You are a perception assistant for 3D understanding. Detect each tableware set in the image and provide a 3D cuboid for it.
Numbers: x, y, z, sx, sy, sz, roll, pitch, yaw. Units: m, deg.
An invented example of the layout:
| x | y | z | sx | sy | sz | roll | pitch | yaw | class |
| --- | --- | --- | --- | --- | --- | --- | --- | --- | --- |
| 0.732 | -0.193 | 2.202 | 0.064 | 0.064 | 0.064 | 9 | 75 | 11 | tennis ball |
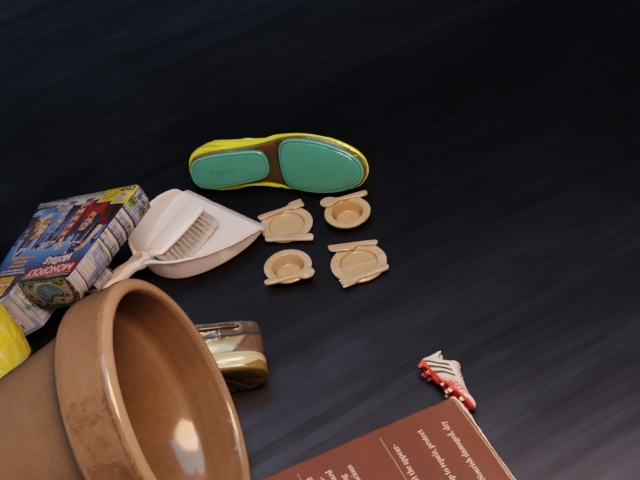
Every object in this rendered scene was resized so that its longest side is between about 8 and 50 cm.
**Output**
| x | y | z | sx | sy | sz | roll | pitch | yaw | class |
| --- | --- | --- | --- | --- | --- | --- | --- | --- | --- |
| 0.000 | 0.000 | 1.448 | 0.141 | 0.020 | 0.169 | -11 | 41 | 0 | tableware set |

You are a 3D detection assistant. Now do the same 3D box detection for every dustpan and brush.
| x | y | z | sx | sy | sz | roll | pitch | yaw | class |
| --- | --- | --- | --- | --- | --- | --- | --- | --- | --- |
| -0.184 | 0.011 | 1.443 | 0.147 | 0.060 | 0.211 | 24 | 59 | 33 | dustpan and brush |

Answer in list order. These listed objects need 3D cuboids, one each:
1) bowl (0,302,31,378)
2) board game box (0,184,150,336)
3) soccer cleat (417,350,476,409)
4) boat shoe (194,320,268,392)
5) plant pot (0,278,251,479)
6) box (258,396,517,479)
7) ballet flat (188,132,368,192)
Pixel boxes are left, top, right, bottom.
| x | y | z | sx | sy | sz | roll | pitch | yaw | class |
| --- | --- | --- | --- | --- | --- | --- | --- | --- | --- |
| -0.454 | 0.091 | 1.246 | 0.289 | 0.156 | 0.289 | -17 | 9 | 3 | bowl |
| -0.298 | 0.033 | 1.405 | 0.194 | 0.060 | 0.194 | -7 | 42 | 44 | board game box |
| 0.133 | 0.140 | 1.256 | 0.035 | 0.029 | 0.083 | -34 | 41 | -18 | soccer cleat |
| -0.166 | 0.122 | 1.294 | 0.223 | 0.080 | 0.073 | -4 | 56 | 0 | boat shoe |
| -0.220 | 0.195 | 1.132 | 0.229 | 0.263 | 0.263 | -24 | 40 | 12 | plant pot |
| 0.067 | 0.269 | 1.017 | 0.203 | 0.169 | 0.167 | -22 | 43 | -12 | box |
| -0.049 | -0.103 | 1.540 | 0.230 | 0.077 | 0.077 | -1 | 26 | 14 | ballet flat |
